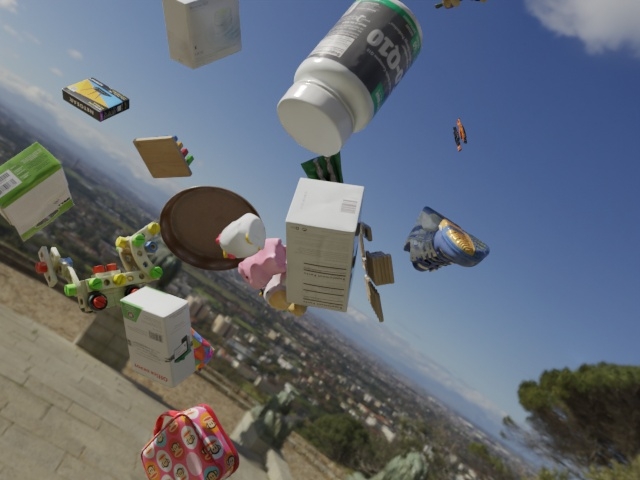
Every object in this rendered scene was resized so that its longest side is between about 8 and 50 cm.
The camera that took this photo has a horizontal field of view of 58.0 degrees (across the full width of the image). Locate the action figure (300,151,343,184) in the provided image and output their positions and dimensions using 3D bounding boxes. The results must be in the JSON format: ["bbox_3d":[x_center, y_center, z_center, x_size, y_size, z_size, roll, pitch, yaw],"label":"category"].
[{"bbox_3d":[0.036,-0.167,1.906,0.063,0.137,0.232,-114,-175,-68],"label":"action figure"}]

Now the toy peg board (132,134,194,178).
[{"bbox_3d":[-0.528,-0.303,1.985,0.161,0.079,0.160,0,-46,22],"label":"toy peg board"}]

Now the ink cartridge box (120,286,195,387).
[{"bbox_3d":[-0.419,0.251,1.502,0.160,0.219,0.092,15,29,29],"label":"ink cartridge box"}]

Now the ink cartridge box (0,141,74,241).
[{"bbox_3d":[-0.808,-0.126,1.608,0.097,0.189,0.255,42,-26,5],"label":"ink cartridge box"}]

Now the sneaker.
[{"bbox_3d":[0.260,0.024,1.236,0.112,0.131,0.296,31,9,-10],"label":"sneaker"}]

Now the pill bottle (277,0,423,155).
[{"bbox_3d":[0.068,-0.380,1.335,0.204,0.361,0.204,29,-23,14],"label":"pill bottle"}]

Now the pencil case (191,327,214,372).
[{"bbox_3d":[-0.464,0.337,1.942,0.236,0.104,0.104,50,-11,-18],"label":"pencil case"}]

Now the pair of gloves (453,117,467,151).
[{"bbox_3d":[0.393,-0.297,1.626,0.083,0.010,0.074,97,-19,-77],"label":"pair of gloves"}]

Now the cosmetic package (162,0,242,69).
[{"bbox_3d":[-0.395,-0.735,1.954,0.138,0.224,0.224,31,-41,29],"label":"cosmetic package"}]

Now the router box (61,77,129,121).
[{"bbox_3d":[-0.766,-0.483,1.975,0.179,0.133,0.046,30,-46,15],"label":"router box"}]

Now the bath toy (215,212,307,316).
[{"bbox_3d":[-0.141,0.069,1.468,0.129,0.151,0.348,-9,-37,29],"label":"bath toy"}]

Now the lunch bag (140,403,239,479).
[{"bbox_3d":[-0.393,0.614,1.665,0.258,0.293,0.120,54,29,14],"label":"lunch bag"}]

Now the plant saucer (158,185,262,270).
[{"bbox_3d":[-0.323,-0.041,1.732,0.310,0.310,0.050,36,30,-23],"label":"plant saucer"}]

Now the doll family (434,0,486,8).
[{"bbox_3d":[0.352,-0.565,1.290,0.193,0.076,0.111,-3,18,12],"label":"doll family"}]

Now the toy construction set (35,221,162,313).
[{"bbox_3d":[-0.567,0.075,1.531,0.328,0.215,0.151,-11,-3,-32],"label":"toy construction set"}]

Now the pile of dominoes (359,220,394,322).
[{"bbox_3d":[0.120,0.056,1.252,0.040,0.196,0.251,-8,6,-1],"label":"pile of dominoes"}]

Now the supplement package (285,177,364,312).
[{"bbox_3d":[0.008,0.014,1.186,0.134,0.139,0.244,9,-43,6],"label":"supplement package"}]
